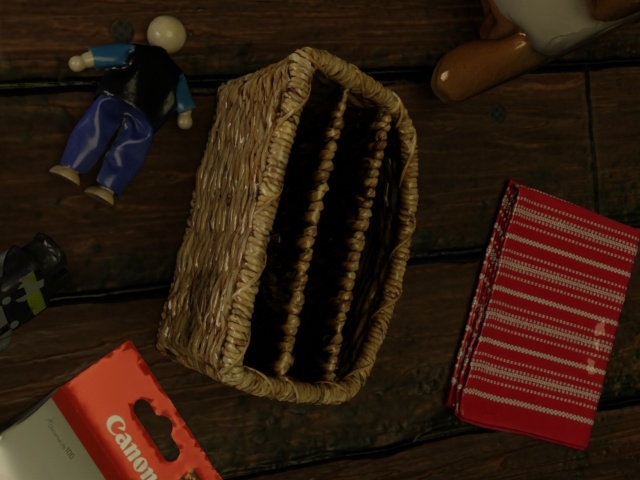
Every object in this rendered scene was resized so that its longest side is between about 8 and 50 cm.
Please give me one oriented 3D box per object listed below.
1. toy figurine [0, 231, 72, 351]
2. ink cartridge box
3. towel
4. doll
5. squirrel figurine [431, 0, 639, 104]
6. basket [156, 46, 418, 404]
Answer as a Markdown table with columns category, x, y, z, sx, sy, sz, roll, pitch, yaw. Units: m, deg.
| category | x | y | z | sx | sy | sz | roll | pitch | yaw |
| --- | --- | --- | --- | --- | --- | --- | --- | --- | --- |
| toy figurine | -0.325 | 0.008 | 0.859 | 0.148 | 0.209 | 0.213 | -37 | 103 | -30 |
| ink cartridge box | -0.221 | 0.234 | 0.993 | 0.232 | 0.066 | 0.189 | -34 | 103 | -15 |
| towel | 0.258 | 0.089 | 1.213 | 0.199 | 0.031 | 0.275 | 19 | 83 | -23 |
| doll | -0.182 | -0.132 | 1.009 | 0.129 | 0.046 | 0.189 | 33 | 78 | -21 |
| squirrel figurine | 0.247 | -0.396 | 1.112 | 0.397 | 0.281 | 0.370 | -25 | 90 | -35 |
| basket | 0.000 | 0.000 | 0.995 | 0.213 | 0.223 | 0.299 | 16 | 83 | -23 |
